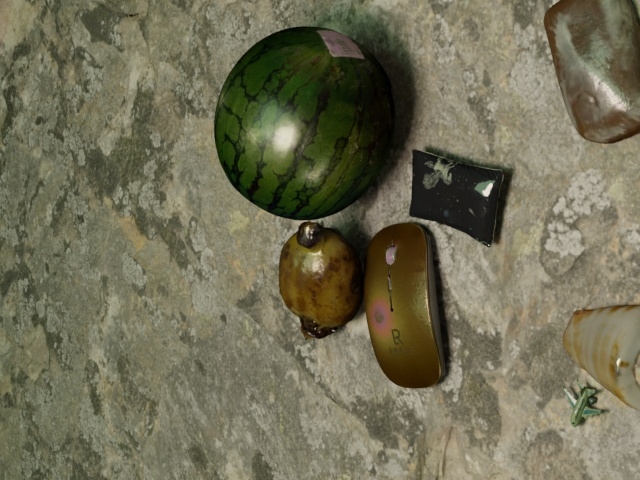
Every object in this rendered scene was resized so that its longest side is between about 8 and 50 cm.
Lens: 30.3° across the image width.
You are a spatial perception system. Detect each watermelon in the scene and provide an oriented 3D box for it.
[{"bbox_3d":[-0.032,-0.213,2.184,0.363,0.363,0.363,6,98,46],"label":"watermelon"}]

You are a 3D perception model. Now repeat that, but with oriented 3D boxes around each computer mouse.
[{"bbox_3d":[0.157,0.123,2.203,0.158,0.072,0.310,-8,87,45],"label":"computer mouse"}]

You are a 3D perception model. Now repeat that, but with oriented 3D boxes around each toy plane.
[{"bbox_3d":[0.432,0.272,1.953,0.080,0.033,0.083,32,123,40],"label":"toy plane"}]

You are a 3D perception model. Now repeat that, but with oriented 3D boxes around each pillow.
[{"bbox_3d":[0.237,-0.082,2.106,0.208,0.055,0.141,23,117,43],"label":"pillow"}]

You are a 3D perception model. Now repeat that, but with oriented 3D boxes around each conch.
[{"bbox_3d":[0.464,0.178,1.838,0.255,0.127,0.158,7,101,49],"label":"conch"}]

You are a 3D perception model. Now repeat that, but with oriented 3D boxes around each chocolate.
[{"bbox_3d":[0.429,-0.279,1.864,0.157,0.080,0.254,-23,77,45],"label":"chocolate"}]

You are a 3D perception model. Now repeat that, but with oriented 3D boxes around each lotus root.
[{"bbox_3d":[0.003,0.068,2.271,0.169,0.141,0.314,23,144,21],"label":"lotus root"}]

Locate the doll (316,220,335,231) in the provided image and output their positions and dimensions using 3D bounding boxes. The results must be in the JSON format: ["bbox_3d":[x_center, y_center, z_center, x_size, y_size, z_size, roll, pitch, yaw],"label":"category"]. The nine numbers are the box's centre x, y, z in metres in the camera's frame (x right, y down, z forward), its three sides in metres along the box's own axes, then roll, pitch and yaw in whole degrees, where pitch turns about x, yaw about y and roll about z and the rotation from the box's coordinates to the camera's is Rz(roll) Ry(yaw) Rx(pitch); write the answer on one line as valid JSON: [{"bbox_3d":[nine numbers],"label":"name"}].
[{"bbox_3d":[0.000,0.000,2.371,0.083,0.050,0.076,8,82,48],"label":"doll"}]
